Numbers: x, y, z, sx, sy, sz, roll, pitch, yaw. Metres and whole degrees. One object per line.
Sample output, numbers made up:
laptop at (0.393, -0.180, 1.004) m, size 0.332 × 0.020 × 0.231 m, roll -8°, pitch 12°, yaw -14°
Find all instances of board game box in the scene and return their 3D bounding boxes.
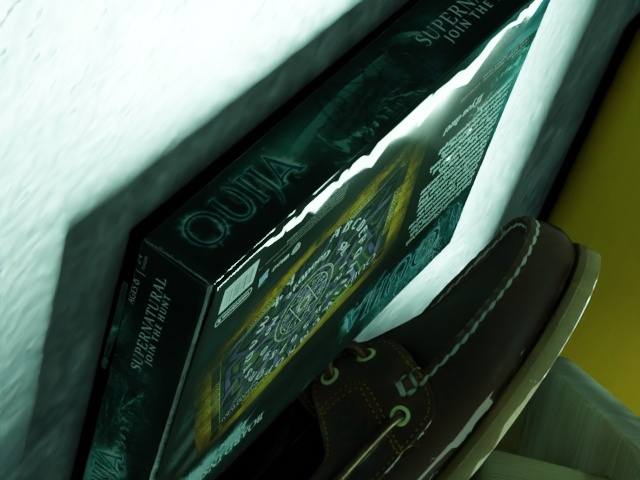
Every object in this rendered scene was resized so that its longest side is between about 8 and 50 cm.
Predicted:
board game box at (0.000, 0.000, 0.590) m, size 0.186 × 0.026 × 0.126 m, roll -43°, pitch 161°, yaw -42°

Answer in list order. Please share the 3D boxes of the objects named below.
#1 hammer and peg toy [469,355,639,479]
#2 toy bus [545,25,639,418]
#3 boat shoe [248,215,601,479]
hammer and peg toy at (0.063, 0.234, 0.829) m, size 0.266 × 0.127 × 0.361 m, roll -118°, pitch -137°, yaw -83°
toy bus at (0.169, 0.021, 1.008) m, size 0.130 × 0.108 × 0.332 m, roll -41°, pitch 159°, yaw -44°
boat shoe at (0.016, 0.071, 0.700) m, size 0.207 × 0.073 × 0.073 m, roll -54°, pitch -175°, yaw -5°
